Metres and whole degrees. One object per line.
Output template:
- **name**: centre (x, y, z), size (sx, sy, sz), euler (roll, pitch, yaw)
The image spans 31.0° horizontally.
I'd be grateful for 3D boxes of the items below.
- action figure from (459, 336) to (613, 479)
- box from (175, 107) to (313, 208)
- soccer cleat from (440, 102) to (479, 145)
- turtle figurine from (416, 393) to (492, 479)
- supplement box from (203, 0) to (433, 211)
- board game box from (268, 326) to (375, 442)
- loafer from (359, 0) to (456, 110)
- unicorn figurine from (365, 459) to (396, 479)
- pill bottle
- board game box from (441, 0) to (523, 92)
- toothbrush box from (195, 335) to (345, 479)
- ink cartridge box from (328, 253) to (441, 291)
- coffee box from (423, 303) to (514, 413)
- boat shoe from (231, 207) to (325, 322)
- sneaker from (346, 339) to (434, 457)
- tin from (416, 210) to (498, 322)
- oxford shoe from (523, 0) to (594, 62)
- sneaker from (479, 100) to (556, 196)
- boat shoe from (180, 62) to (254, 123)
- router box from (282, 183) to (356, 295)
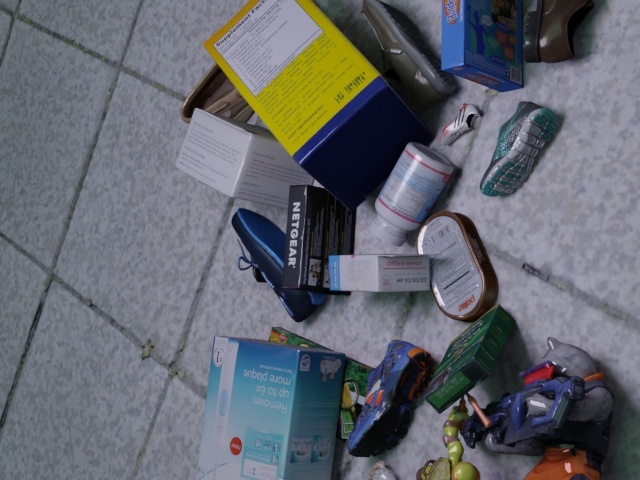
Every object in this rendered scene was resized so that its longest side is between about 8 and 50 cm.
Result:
- **action figure**: centre (0.330, 0.306, 1.647), size (0.341, 0.178, 0.330), euler (152, 127, -70)
- **box**: centre (-0.131, -0.146, 2.104), size (0.182, 0.181, 0.119), euler (29, 102, 43)
- **soccer cleat**: centre (0.227, -0.185, 1.878), size (0.083, 0.029, 0.036), euler (-53, 47, 18)
- **turtle figurine**: centre (0.188, 0.373, 1.689), size (0.217, 0.087, 0.270), euler (115, 152, -62)
- **supplement box**: centre (-0.007, -0.257, 1.966), size (0.194, 0.195, 0.356), euler (-42, 54, 7)
- **board game box**: centre (-0.009, 0.252, 2.025), size (0.259, 0.030, 0.136), euler (18, 93, 44)
- **loafer**: centre (0.128, -0.317, 1.948), size (0.087, 0.094, 0.251), euler (-46, 55, 23)
- **unicorn figurine**: centre (0.119, 0.415, 1.852), size (0.162, 0.060, 0.111), euler (44, 117, 36)
- **pill bottle**: centre (0.144, -0.074, 1.895), size (0.087, 0.087, 0.160), euler (44, 113, 39)
- **board game box**: centre (0.252, -0.351, 1.792), size (0.047, 0.160, 0.210), euler (-7, 78, 43)
- **toothbrush box**: centre (-0.089, 0.323, 1.983), size (0.216, 0.126, 0.296), euler (5, 87, 43)
- **ink cartridge box**: centre (0.104, 0.052, 1.866), size (0.181, 0.104, 0.062), euler (-3, 89, 59)
- **coffee box**: centre (0.222, 0.174, 1.723), size (0.040, 0.184, 0.113), euler (45, 121, -2)
- **boat shoe**: centre (-0.097, 0.044, 2.093), size (0.089, 0.109, 0.258), euler (-58, 48, 24)
- **sneaker**: centre (0.107, 0.259, 1.890), size (0.221, 0.083, 0.087), euler (-60, 36, 11)
- **tin**: centre (0.215, 0.041, 1.846), size (0.106, 0.040, 0.190), euler (-41, 57, 36)
- **oxford shoe**: centre (0.373, -0.378, 1.752), size (0.096, 0.083, 0.227), euler (6, 87, 25)
- **sneaker**: centre (0.298, -0.144, 1.792), size (0.166, 0.065, 0.076), euler (-55, 34, 17)
- **boat shoe**: centre (-0.137, -0.330, 2.191), size (0.341, 0.110, 0.122), euler (-48, 54, 27)
- **router box**: centre (0.000, 0.000, 1.988), size (0.046, 0.133, 0.179), euler (-2, 81, 43)
